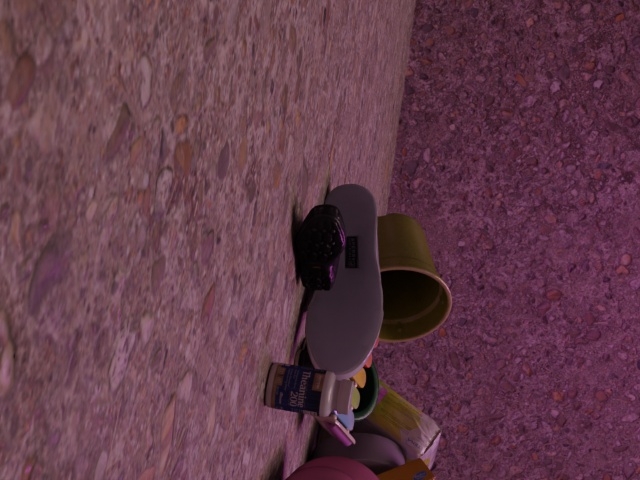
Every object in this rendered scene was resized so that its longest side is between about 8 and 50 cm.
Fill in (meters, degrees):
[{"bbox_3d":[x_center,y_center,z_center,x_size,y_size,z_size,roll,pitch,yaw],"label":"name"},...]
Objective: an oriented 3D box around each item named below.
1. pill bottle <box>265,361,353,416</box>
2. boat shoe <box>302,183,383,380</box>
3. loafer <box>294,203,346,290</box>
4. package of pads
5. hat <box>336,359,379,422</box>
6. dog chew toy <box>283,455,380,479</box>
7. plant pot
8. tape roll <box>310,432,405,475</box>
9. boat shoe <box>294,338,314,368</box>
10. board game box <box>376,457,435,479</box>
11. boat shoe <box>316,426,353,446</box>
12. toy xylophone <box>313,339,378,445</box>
[{"bbox_3d":[-0.015,0.217,1.364,0.067,0.120,0.067,8,90,-84],"label":"pill bottle"},{"bbox_3d":[0.037,0.091,1.684,0.156,0.135,0.367,93,-1,-61],"label":"boat shoe"},{"bbox_3d":[0.000,0.000,1.438,0.223,0.076,0.078,96,1,-62],"label":"loafer"},{"bbox_3d":[0.145,0.431,2.259,0.101,0.296,0.229,-47,158,-24],"label":"package of pads"},{"bbox_3d":[0.013,0.336,2.112,0.183,0.172,0.209,-23,-108,48],"label":"hat"},{"bbox_3d":[0.003,0.463,1.568,0.332,0.206,0.207,42,56,-73],"label":"dog chew toy"},{"bbox_3d":[0.188,0.076,2.430,0.254,0.275,0.276,-90,-178,-47],"label":"plant pot"},{"bbox_3d":[0.084,0.526,2.144,0.072,0.219,0.219,-90,-178,-46],"label":"tape roll"},{"bbox_3d":[-0.017,0.204,1.679,0.133,0.042,0.049,-42,138,-82],"label":"boat shoe"},{"bbox_3d":[0.088,0.622,2.057,0.064,0.316,0.242,50,-33,43],"label":"board game box"},{"bbox_3d":[0.063,0.594,2.292,0.095,0.112,0.335,117,-43,-88],"label":"boat shoe"},{"bbox_3d":[0.054,0.258,1.931,0.236,0.081,0.323,47,47,-56],"label":"toy xylophone"}]
